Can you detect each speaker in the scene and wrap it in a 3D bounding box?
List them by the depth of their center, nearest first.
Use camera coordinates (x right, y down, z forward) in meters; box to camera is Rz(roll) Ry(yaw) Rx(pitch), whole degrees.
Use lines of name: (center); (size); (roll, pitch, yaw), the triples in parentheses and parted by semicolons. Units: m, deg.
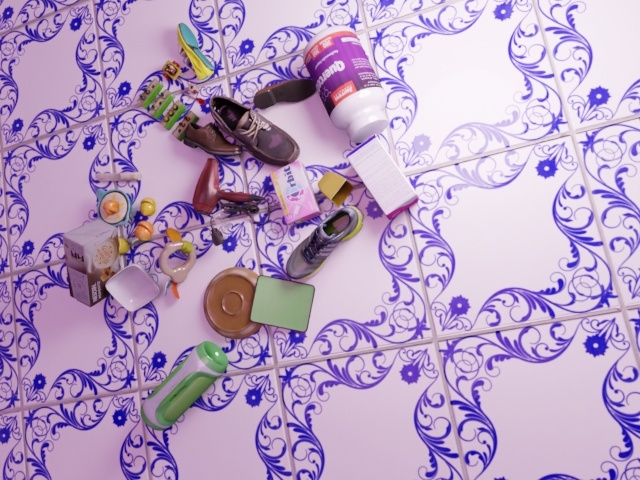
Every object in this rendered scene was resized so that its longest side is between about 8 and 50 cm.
speaker: (-0.430, 0.459, 1.423); (0.296, 0.131, 0.131); (-46, 75, 6)

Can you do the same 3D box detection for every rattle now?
rattle: (-0.506, 0.079, 1.517); (0.142, 0.130, 0.200); (24, 117, 26)

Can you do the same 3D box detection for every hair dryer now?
hair dryer: (-0.315, -0.143, 1.502); (0.223, 0.080, 0.294); (-30, 83, -6)

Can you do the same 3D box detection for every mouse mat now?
mouse mat: (-0.120, 0.198, 1.416); (0.189, 0.007, 0.153); (11, 86, 5)

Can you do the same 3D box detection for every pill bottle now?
pill bottle: (0.083, -0.466, 1.363); (0.181, 0.181, 0.323); (-26, 78, 11)

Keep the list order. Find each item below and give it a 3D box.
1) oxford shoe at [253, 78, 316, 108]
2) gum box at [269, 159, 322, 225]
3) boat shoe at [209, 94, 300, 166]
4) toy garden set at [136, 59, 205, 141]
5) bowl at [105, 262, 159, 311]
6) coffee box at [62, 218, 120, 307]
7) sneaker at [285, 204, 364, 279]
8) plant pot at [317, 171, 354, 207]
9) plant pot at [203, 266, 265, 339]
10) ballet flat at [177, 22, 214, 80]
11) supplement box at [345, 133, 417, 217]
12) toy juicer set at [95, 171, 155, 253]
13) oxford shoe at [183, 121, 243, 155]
oxford shoe: (-0.119, -0.497, 1.482); (0.212, 0.076, 0.076); (-11, 41, 3)
gum box: (-0.080, -0.153, 1.432); (0.107, 0.062, 0.189); (-22, 79, 11)
boat shoe: (-0.228, -0.354, 1.458); (0.355, 0.130, 0.132); (32, 93, 16)
toy garden set: (-0.521, -0.506, 1.593); (0.244, 0.049, 0.204); (42, 95, 15)
bowl: (-0.630, 0.152, 1.525); (0.142, 0.053, 0.142); (-34, 110, 7)
coffee box: (-0.748, 0.074, 1.485); (0.098, 0.141, 0.247); (22, 121, 16)
sneaker: (0.000, 0.000, 1.364); (0.111, 0.121, 0.300); (45, 96, 15)
plant pot: (0.040, -0.167, 1.397); (0.083, 0.081, 0.081); (41, 95, 25)
plant pot: (-0.280, 0.202, 1.462); (0.236, 0.032, 0.237); (-2, 83, 14)
ballet flat: (-0.457, -0.660, 1.586); (0.077, 0.077, 0.231); (-38, 78, 25)
supplement box: (0.186, -0.185, 1.342); (0.114, 0.111, 0.220); (-35, 76, 9)
toy juicer set: (-0.688, -0.127, 1.575); (0.209, 0.089, 0.329); (-20, 79, 12)
oxford shoe: (-0.359, -0.340, 1.503); (0.227, 0.083, 0.096); (21, 114, 14)
